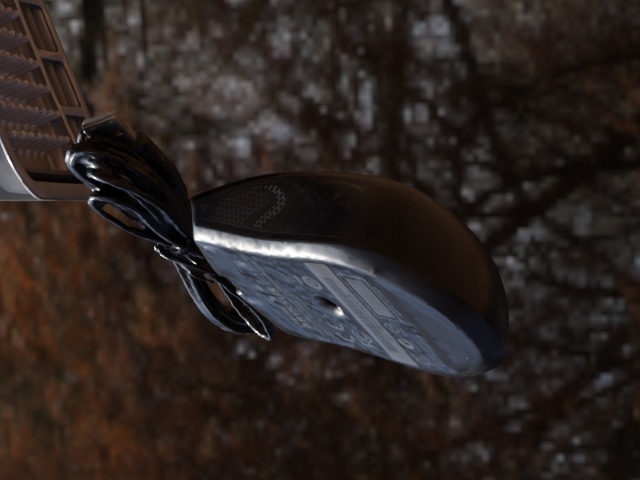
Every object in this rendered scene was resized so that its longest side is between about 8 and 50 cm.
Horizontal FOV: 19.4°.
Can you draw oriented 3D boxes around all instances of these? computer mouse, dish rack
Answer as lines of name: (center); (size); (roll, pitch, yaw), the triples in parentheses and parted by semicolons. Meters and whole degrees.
computer mouse: (0.000, 0.000, 1.029); (0.272, 0.188, 0.072); (14, -117, 42)
dish rack: (-0.283, -0.154, 1.572); (0.072, 0.286, 0.333); (-21, 179, 6)
